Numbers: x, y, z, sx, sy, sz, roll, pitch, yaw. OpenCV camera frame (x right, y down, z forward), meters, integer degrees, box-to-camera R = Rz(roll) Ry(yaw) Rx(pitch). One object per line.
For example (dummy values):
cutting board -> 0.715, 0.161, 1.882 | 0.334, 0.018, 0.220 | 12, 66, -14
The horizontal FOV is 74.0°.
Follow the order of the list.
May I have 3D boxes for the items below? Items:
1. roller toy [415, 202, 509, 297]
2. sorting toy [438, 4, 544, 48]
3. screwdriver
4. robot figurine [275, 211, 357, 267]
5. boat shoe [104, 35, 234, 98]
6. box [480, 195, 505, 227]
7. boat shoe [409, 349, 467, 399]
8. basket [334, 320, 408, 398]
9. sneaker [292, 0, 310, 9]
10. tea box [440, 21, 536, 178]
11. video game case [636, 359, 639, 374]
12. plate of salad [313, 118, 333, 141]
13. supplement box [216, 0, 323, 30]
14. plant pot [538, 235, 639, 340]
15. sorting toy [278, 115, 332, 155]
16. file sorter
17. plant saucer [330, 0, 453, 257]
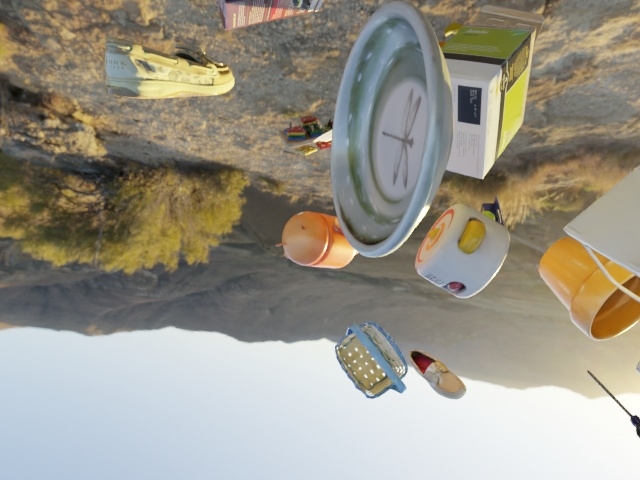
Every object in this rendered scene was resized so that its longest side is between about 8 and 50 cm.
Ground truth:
roller toy -> 0.309, 0.020, 0.958 | 0.146, 0.191, 0.209 | 31, -154, -1
sorting toy -> 0.571, -0.686, 1.462 | 0.307, 0.229, 0.041 | 23, -177, 19
screwdriver -> 0.368, 0.203, 0.508 | 0.025, 0.024, 0.170 | 18, -165, 5
robot figurine -> 0.001, -0.001, 0.997 | 0.158, 0.128, 0.219 | 17, -174, 41
boat shoe -> -0.251, -0.307, 0.755 | 0.104, 0.089, 0.285 | 12, -154, 19
box -> 0.459, -0.003, 1.170 | 0.036, 0.137, 0.225 | 0, 142, 7
boat shoe -> 0.272, 0.317, 1.019 | 0.059, 0.063, 0.170 | 53, 165, -29
basket -> 0.168, 0.393, 1.427 | 0.255, 0.201, 0.289 | 53, 171, 10
sneaker -> -0.040, -0.503, 0.865 | 0.035, 0.083, 0.031 | 10, 158, -39
tea box -> 0.476, -0.433, 1.309 | 0.220, 0.323, 0.329 | 25, 148, 34
video game case -> 0.619, 0.279, 0.510 | 0.299, 0.036, 0.329 | 17, -162, 6
plate of salad -> 0.067, -0.311, 1.111 | 0.199, 0.048, 0.200 | -24, -171, 4
supplement box -> -0.109, -0.555, 0.951 | 0.239, 0.073, 0.130 | -19, -174, -12
plant pot -> 0.623, 0.089, 0.976 | 0.205, 0.205, 0.188 | 16, -156, -32
sorting toy -> -0.053, -0.336, 1.306 | 0.132, 0.046, 0.274 | -14, -145, -11
file sorter -> 0.599, -0.027, 0.674 | 0.173, 0.277, 0.193 | 41, -167, -21
plant saucer -> 0.123, -0.172, 0.718 | 0.100, 0.401, 0.400 | 1, 175, -18
